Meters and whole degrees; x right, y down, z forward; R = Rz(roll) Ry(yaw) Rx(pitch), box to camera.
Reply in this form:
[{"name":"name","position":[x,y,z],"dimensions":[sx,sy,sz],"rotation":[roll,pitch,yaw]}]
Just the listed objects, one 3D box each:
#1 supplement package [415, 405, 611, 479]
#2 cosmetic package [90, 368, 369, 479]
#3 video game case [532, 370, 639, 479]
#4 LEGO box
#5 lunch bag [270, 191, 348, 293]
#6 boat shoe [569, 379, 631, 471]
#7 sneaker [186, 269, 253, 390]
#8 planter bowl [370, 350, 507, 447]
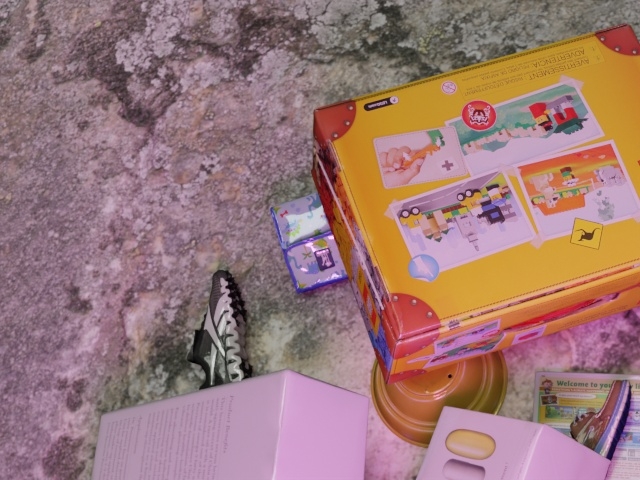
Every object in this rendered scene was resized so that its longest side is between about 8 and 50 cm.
[{"name":"supplement package","position":[0.248,0.351,1.562],"dimensions":[0.203,0.149,0.194],"rotation":[-1,62,56]},{"name":"cosmetic package","position":[-0.146,0.341,1.623],"dimensions":[0.453,0.161,0.230],"rotation":[-19,57,46]},{"name":"video game case","position":[0.414,0.288,1.657],"dimensions":[0.212,0.023,0.193],"rotation":[0,67,19]},{"name":"LEGO box","position":[0.276,-0.057,1.649],"dimensions":[0.500,0.193,0.372],"rotation":[-16,67,-8]},{"name":"lunch bag","position":[0.000,0.000,1.887],"dimensions":[0.129,0.096,0.151],"rotation":[-18,77,7]},{"name":"boat shoe","position":[0.387,0.276,1.620],"dimensions":[0.066,0.066,0.183],"rotation":[18,74,26]},{"name":"sneaker","position":[-0.173,0.159,1.875],"dimensions":[0.106,0.078,0.234],"rotation":[-14,65,9]},{"name":"planter bowl","position":[0.170,0.200,1.738],"dimensions":[0.217,0.090,0.217],"rotation":[-7,65,16]}]
